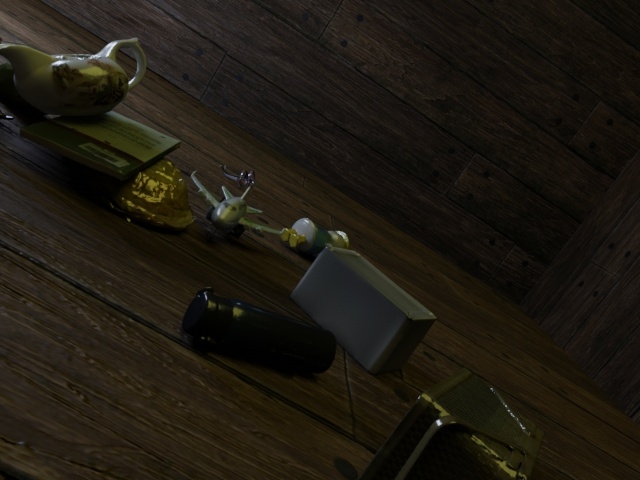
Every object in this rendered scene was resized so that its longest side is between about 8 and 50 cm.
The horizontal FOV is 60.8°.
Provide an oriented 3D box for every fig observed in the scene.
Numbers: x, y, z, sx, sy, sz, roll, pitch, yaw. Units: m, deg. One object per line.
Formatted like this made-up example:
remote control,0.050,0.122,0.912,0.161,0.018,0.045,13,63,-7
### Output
fig,-0.648,-0.353,1.176,0.185,0.126,0.133,35,25,-12

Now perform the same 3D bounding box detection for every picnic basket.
picnic basket,0.176,0.282,0.707,0.139,0.165,0.267,38,12,24

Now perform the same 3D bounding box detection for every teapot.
teapot,-0.480,-0.327,1.080,0.204,0.139,0.298,15,25,33

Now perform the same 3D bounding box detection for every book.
book,-0.413,-0.199,1.068,0.201,0.026,0.289,23,22,-1

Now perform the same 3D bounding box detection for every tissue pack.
tissue pack,0.089,0.137,1.124,0.246,0.136,0.159,39,13,29

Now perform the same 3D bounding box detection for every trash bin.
trash bin,-0.485,-0.188,1.092,0.043,0.061,0.092,27,15,-28

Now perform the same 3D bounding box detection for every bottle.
bottle,-0.086,0.141,0.812,0.244,0.082,0.072,26,-30,-34

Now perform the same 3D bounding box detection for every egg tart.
egg tart,-0.349,-0.112,1.088,0.232,0.098,0.252,26,17,-16

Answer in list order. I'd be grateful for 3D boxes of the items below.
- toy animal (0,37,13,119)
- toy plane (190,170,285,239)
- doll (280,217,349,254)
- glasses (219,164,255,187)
toy animal,-0.650,-0.314,1.007,0.197,0.160,0.272,33,19,-12
toy plane,-0.203,-0.060,1.231,0.251,0.101,0.255,33,16,-5
doll,0.000,0.001,1.520,0.135,0.098,0.241,-8,-19,38
glasses,-0.283,-0.210,1.787,0.104,0.062,0.140,13,9,10
